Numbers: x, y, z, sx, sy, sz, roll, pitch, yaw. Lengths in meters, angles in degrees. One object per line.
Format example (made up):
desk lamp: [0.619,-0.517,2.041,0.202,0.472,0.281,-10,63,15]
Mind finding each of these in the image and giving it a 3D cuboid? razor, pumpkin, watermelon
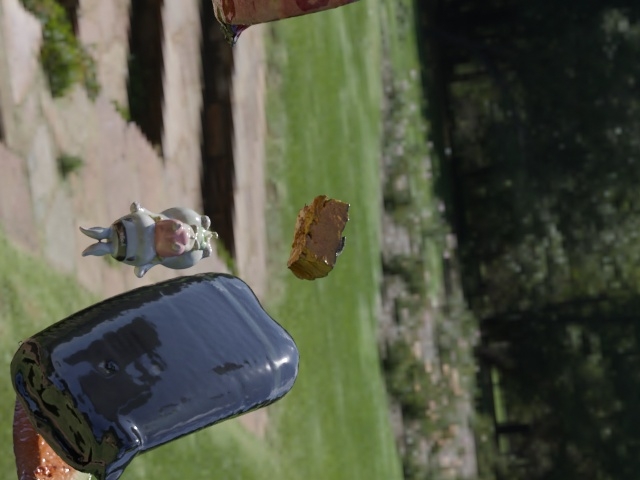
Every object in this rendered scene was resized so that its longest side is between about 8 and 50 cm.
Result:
razor: [-0.185,0.147,1.638,0.349,0.204,0.113,-19,148,-48]
pumpkin: [0.000,0.000,1.408,0.083,0.054,0.074,149,-44,-69]
watermelon: [-0.336,0.244,1.710,0.119,0.063,0.245,27,46,-48]

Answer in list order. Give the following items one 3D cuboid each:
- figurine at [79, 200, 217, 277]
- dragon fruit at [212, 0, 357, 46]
figurine: [-0.186,-0.011,1.542,0.146,0.098,0.081,3,63,-56]
dragon fruit: [0.034,-0.356,1.303,0.386,0.371,0.249,36,-33,66]
